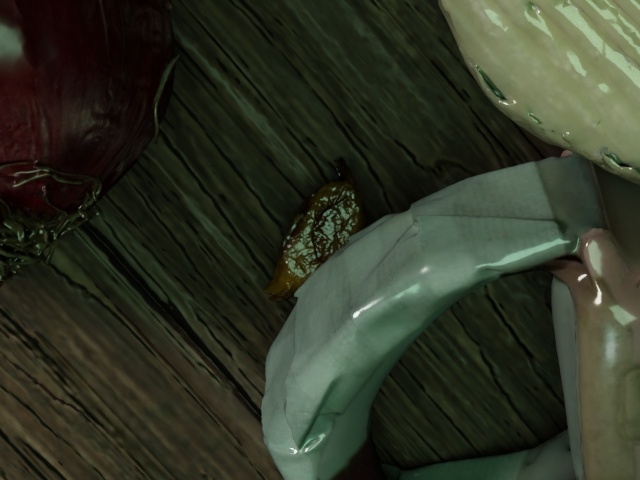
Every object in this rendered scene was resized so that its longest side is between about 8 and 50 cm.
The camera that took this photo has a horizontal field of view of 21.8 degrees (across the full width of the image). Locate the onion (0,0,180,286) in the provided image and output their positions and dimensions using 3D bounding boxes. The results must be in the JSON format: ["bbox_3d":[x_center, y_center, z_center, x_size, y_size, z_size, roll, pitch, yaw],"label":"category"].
[{"bbox_3d":[-0.210,-0.082,0.931,0.280,0.221,0.281,2,95,27],"label":"onion"}]

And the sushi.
[{"bbox_3d":[0.000,0.000,1.038,0.050,0.047,0.099,37,91,-7],"label":"sushi"}]

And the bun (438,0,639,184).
[{"bbox_3d":[0.222,-0.203,0.882,0.359,0.211,0.360,17,127,23],"label":"bun"}]

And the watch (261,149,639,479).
[{"bbox_3d":[0.085,0.079,1.000,0.241,0.162,0.253,-5,123,5],"label":"watch"}]
